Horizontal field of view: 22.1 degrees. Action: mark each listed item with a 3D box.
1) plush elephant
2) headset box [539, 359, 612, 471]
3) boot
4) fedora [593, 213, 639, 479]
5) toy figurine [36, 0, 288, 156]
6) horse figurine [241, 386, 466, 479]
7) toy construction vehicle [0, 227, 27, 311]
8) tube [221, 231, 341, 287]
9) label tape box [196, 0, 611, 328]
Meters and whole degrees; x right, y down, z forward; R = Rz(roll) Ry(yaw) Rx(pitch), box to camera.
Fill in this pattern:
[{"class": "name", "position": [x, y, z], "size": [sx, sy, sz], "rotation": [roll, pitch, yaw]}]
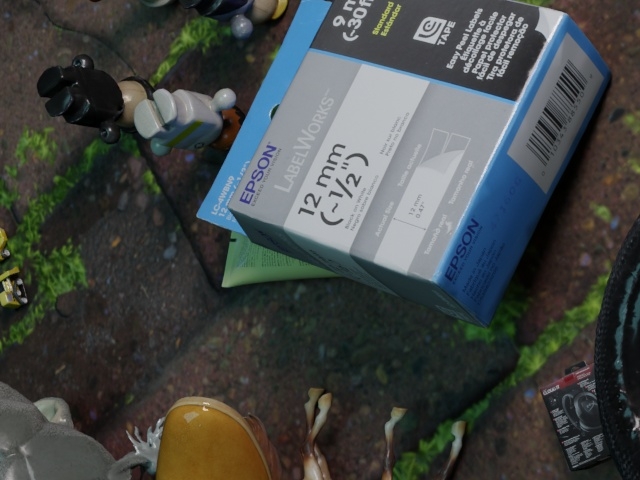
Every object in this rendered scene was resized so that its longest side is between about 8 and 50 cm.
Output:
[{"class": "plush elephant", "position": [-0.304, 0.283, 1.648], "size": [0.255, 0.330, 0.272], "rotation": [-52, 54, 52]}, {"class": "headset box", "position": [0.224, 0.142, 1.358], "size": [0.062, 0.032, 0.083], "rotation": [-31, 68, 33]}, {"class": "boot", "position": [-0.117, 0.306, 1.453], "size": [0.104, 0.211, 0.295], "rotation": [8, 129, 13]}, {"class": "fedora", "position": [0.339, 0.080, 1.042], "size": [0.334, 0.152, 0.334], "rotation": [-14, 72, 49]}, {"class": "toy figurine", "position": [-0.153, -0.191, 1.617], "size": [0.209, 0.148, 0.213], "rotation": [15, 94, 32]}, {"class": "horse figurine", "position": [0.028, 0.230, 1.490], "size": [0.263, 0.066, 0.174], "rotation": [9, 88, 38]}, {"class": "toy construction vehicle", "position": [-0.378, 0.040, 1.844], "size": [0.086, 0.035, 0.098], "rotation": [-26, 72, 35]}, {"class": "tube", "position": [0.000, 0.000, 1.535], "size": [0.240, 0.070, 0.062], "rotation": [-1, 125, 41]}, {"class": "label tape box", "position": [0.041, -0.100, 1.424], "size": [0.347, 0.115, 0.249], "rotation": [20, 80, 36]}]
